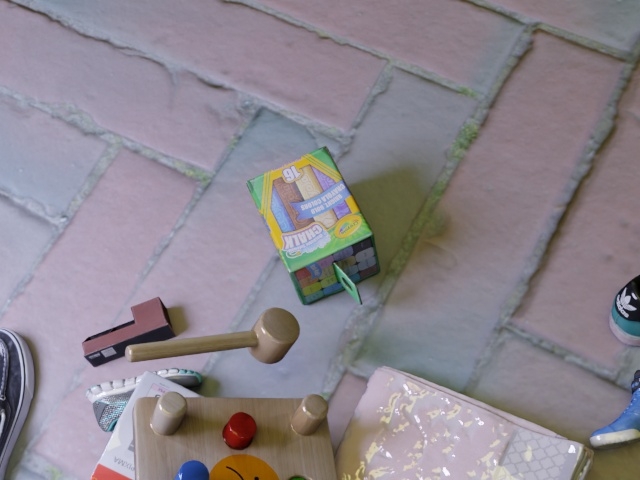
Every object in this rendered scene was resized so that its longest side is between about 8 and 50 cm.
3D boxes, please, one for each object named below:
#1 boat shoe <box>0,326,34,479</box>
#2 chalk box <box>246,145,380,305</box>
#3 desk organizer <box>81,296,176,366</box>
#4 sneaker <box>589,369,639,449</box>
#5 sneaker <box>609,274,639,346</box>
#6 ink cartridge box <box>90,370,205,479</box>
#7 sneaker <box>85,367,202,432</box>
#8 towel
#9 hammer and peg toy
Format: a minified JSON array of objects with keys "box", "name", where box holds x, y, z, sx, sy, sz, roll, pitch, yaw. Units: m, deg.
[{"box":[-0.488,0.256,1.382,0.108,0.102,0.301,5,65,11],"name":"boat shoe"},{"box":[0.000,0.000,1.420,0.132,0.132,0.213,-24,62,-4],"name":"chalk box"},{"box":[-0.285,0.134,1.444,0.130,0.047,0.050,-21,61,-2],"name":"desk organizer"},{"box":[0.414,0.217,1.294,0.152,0.058,0.085,-16,69,-5],"name":"sneaker"},{"box":[0.541,0.059,1.319,0.302,0.121,0.108,-18,64,-1],"name":"sneaker"},{"box":[-0.192,0.304,1.271,0.189,0.066,0.232,27,43,-4],"name":"ink cartridge box"},{"box":[-0.245,0.227,1.394,0.166,0.065,0.076,-14,80,5],"name":"sneaker"},{"box":[0.142,0.352,1.247,0.317,0.053,0.332,16,67,27],"name":"towel"},{"box":[-0.112,0.265,1.223,0.266,0.127,0.361,3,53,-21],"name":"hammer and peg toy"}]
